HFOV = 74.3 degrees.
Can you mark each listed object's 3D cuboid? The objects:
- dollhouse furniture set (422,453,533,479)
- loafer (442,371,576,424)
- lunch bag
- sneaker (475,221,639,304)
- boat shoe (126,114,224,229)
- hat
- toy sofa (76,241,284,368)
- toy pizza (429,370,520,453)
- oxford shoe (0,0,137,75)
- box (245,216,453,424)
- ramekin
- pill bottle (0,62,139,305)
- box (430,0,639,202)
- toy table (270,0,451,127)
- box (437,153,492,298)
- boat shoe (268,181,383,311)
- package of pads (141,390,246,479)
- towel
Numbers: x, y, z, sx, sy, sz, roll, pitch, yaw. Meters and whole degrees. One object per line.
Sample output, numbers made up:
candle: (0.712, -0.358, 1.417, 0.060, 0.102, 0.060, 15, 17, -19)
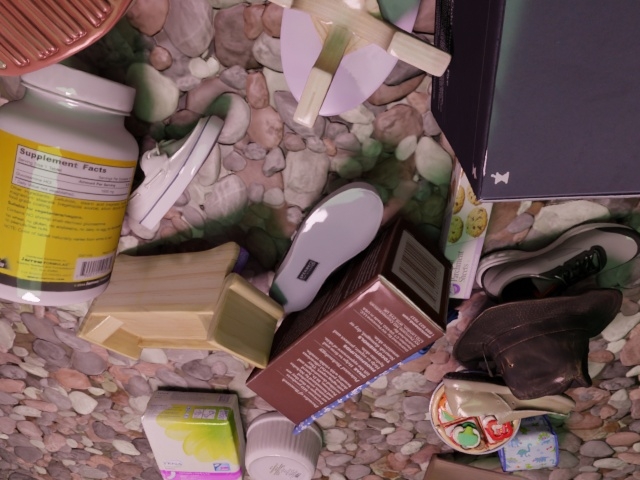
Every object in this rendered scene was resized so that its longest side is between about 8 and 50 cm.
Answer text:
dollhouse furniture set: (0.423, 0.785, 1.076, 0.257, 0.362, 0.394, -5, 114, 36)
loafer: (0.390, 0.339, 0.891, 0.269, 0.102, 0.092, 7, 88, 5)
lunch bag: (0.497, 0.498, 1.023, 0.129, 0.096, 0.151, -13, 110, 13)
sneaker: (0.418, 0.053, 0.737, 0.272, 0.108, 0.100, -20, 116, 16)
boat shoe: (-0.255, -0.118, 0.697, 0.084, 0.095, 0.258, 36, 118, -21)
hat: (0.405, 0.216, 0.767, 0.331, 0.134, 0.331, -4, 145, -3)
toy sofa: (-0.257, 0.126, 0.791, 0.363, 0.177, 0.150, -6, 146, 28)
toy pizza: (0.351, 0.396, 0.959, 0.201, 0.032, 0.201, 1, 97, 10)
oxford shoe: (-0.255, -0.339, 0.499, 0.397, 0.146, 0.140, -32, 118, 11)
box: (0.045, 0.153, 0.750, 0.143, 0.191, 0.381, 43, 125, -7)
ramekin: (-0.100, 0.558, 1.110, 0.207, 0.109, 0.207, 2, 122, 4)
pill bottle: (-0.389, -0.088, 0.637, 0.188, 0.188, 0.333, 17, 101, -6)
box: (0.230, -0.260, 0.431, 0.179, 0.312, 0.343, -2, 123, 7)
toy table: (0.033, -0.274, 0.526, 0.252, 0.161, 0.274, 12, 121, 1)
box: (0.247, -0.044, 0.715, 0.067, 0.063, 0.324, 4, 123, 5)
boat shoe: (0.004, 0.002, 0.745, 0.113, 0.105, 0.306, 21, 129, -13)
package of pads: (-0.324, 0.521, 1.112, 0.229, 0.101, 0.296, 2, 122, 3)
towel: (0.113, 0.251, 0.828, 0.336, 0.243, 0.040, -45, 76, 29)
